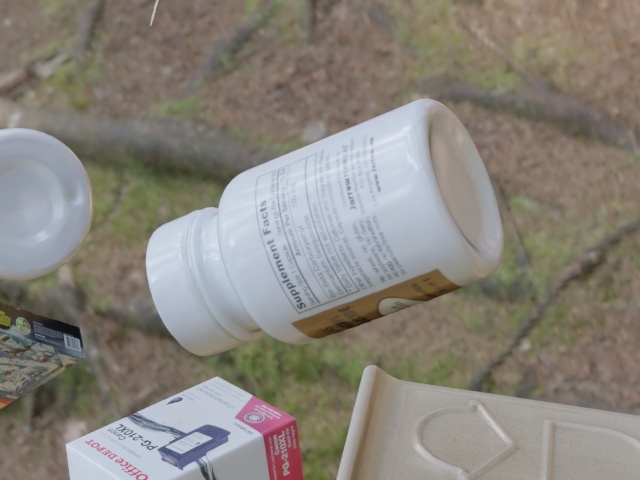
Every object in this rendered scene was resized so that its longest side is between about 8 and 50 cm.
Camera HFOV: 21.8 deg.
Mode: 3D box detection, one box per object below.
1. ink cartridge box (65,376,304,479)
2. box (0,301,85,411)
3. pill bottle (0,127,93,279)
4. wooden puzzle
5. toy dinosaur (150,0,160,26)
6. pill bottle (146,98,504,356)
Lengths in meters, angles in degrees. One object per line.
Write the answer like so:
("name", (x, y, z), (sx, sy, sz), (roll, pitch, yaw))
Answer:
("ink cartridge box", (-0.167, 0.275, 2.040), (0.237, 0.100, 0.172), (-23, 28, -33))
("box", (-0.239, 0.073, 1.112), (0.094, 0.137, 0.027), (-32, 56, 26))
("pill bottle", (-0.359, -0.036, 1.851), (0.160, 0.160, 0.283), (-43, 13, -16))
("wooden puzzle", (0.185, 0.254, 1.518), (0.347, 0.081, 0.322), (12, 29, 4))
("toy dinosaur", (-0.105, -0.287, 1.575), (0.183, 0.053, 0.093), (-37, 15, 22))
("pill bottle", (0.000, 0.000, 1.161), (0.229, 0.131, 0.131), (-21, 42, 24))
